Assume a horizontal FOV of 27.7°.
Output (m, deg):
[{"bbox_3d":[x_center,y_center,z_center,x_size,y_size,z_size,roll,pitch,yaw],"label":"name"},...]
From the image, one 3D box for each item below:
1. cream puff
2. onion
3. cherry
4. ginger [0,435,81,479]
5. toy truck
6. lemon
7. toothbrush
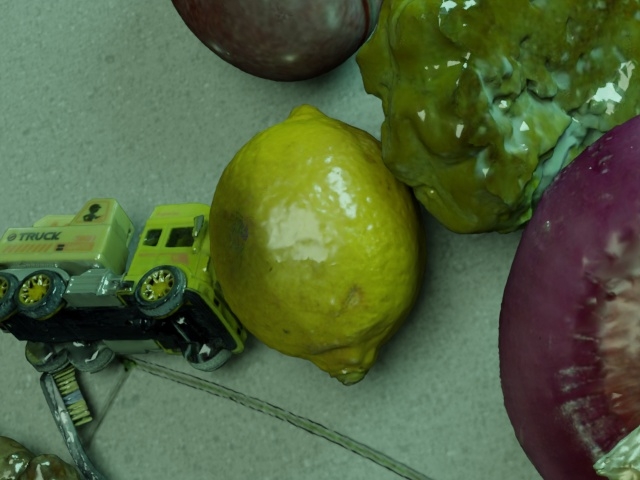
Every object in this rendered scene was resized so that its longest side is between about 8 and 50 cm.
[{"bbox_3d":[0.152,-0.139,1.100,0.185,0.281,0.282,9,79,61],"label":"cream puff"},{"bbox_3d":[0.305,0.066,0.924,0.358,0.345,0.358,0,81,0],"label":"onion"},{"bbox_3d":[-0.031,-0.270,1.199,0.285,0.213,0.236,27,80,35],"label":"cherry"},{"bbox_3d":[-0.311,0.231,1.270,0.204,0.080,0.104,17,117,31],"label":"ginger"},{"bbox_3d":[-0.195,0.033,1.248,0.272,0.124,0.157,-3,54,25],"label":"toy truck"},{"bbox_3d":[0.000,0.000,1.134,0.188,0.188,0.257,-17,73,19],"label":"lemon"},{"bbox_3d":[-0.169,0.290,1.222,0.042,0.035,0.413,-27,67,-10],"label":"toothbrush"}]
